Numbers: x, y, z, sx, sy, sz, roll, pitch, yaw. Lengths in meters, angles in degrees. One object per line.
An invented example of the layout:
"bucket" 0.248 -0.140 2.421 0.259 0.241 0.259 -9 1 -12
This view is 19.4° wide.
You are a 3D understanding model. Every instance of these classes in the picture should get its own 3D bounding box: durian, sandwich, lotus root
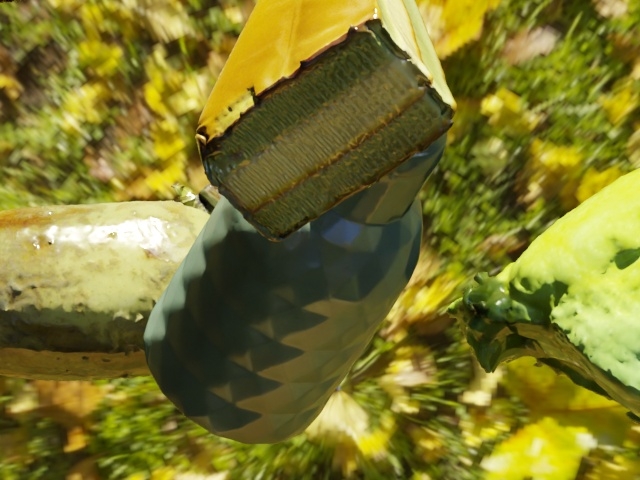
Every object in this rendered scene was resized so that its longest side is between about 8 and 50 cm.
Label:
"durian" 0.307 0.047 1.593 0.339 0.204 0.256 -40 45 2
"sandwich" -0.009 -0.093 0.939 0.113 0.163 0.079 -34 123 14
"lotus root" -0.200 0.036 1.493 0.309 0.173 0.173 0 85 -7

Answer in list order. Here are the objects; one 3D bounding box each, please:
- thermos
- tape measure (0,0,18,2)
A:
"thermos" 0.000 0.000 1.298 0.145 0.182 0.286 38 130 5
"tape measure" -0.296 -0.257 1.511 0.202 0.223 0.135 -5 105 -36
